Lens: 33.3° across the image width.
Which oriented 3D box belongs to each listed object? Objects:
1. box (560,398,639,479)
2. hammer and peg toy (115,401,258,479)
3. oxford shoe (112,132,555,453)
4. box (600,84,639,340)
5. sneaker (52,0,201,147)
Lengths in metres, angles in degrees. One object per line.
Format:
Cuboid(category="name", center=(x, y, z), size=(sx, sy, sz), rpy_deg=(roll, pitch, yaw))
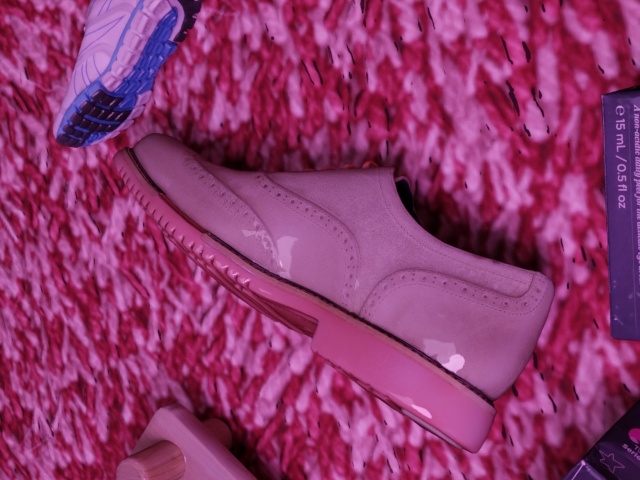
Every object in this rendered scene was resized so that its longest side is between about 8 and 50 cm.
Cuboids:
Cuboid(category="box", center=(0.240, 0.254, 0.689), size=(0.247, 0.142, 0.163), rpy_deg=(43, 121, 19))
Cuboid(category="hammer and peg toy", center=(-0.060, 0.339, 0.910), size=(0.361, 0.127, 0.266), rpy_deg=(41, 116, 20))
Cuboid(category="oxford shoe", center=(0.000, 0.000, 0.827), size=(0.397, 0.140, 0.147), rpy_deg=(33, 85, 29))
Cuboid(category="box", center=(0.262, -0.020, 0.650), size=(0.158, 0.093, 0.156), rpy_deg=(0, 100, 32))
Cuboid(category="sneaker", center=(-0.181, -0.166, 0.931), size=(0.083, 0.071, 0.191), rpy_deg=(49, 113, 23))
